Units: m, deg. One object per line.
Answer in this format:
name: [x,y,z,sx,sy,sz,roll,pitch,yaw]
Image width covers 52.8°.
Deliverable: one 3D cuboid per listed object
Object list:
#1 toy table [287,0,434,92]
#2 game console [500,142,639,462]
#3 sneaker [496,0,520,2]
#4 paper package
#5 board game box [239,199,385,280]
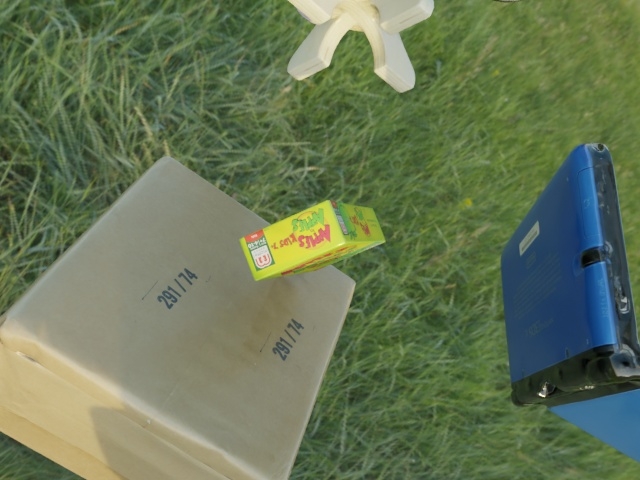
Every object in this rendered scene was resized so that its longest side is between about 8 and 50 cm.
toy table: [0.060,-0.346,0.936,0.252,0.274,0.160,22,64,-28]
game console: [0.272,0.084,0.548,0.174,0.293,0.250,-1,72,3]
sneaker: [0.173,-0.387,0.777,0.229,0.086,0.132,22,77,-1]
paper package: [-0.149,0.110,0.715,0.310,0.168,0.324,35,36,-9]
board game box: [0.000,0.000,0.655,0.043,0.092,0.181,69,16,6]
